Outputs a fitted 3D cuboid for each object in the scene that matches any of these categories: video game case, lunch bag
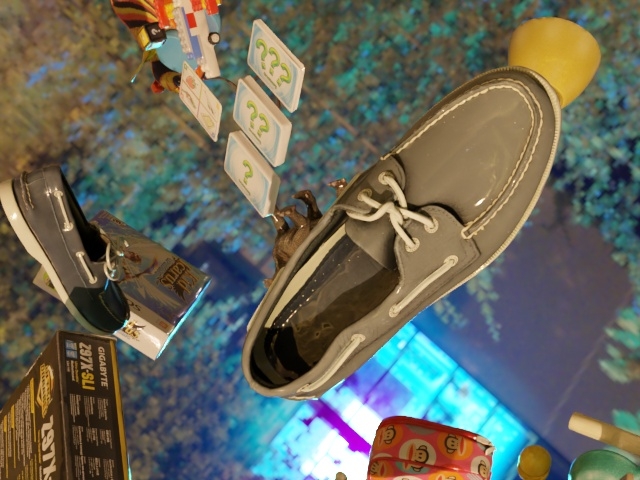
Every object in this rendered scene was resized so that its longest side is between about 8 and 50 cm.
[{"bbox_3d":[-0.339,0.069,1.997,0.061,0.244,0.269,-56,-177,23],"label":"video game case"},{"bbox_3d":[0.211,0.455,2.099,0.293,0.258,0.120,97,7,-49],"label":"lunch bag"}]

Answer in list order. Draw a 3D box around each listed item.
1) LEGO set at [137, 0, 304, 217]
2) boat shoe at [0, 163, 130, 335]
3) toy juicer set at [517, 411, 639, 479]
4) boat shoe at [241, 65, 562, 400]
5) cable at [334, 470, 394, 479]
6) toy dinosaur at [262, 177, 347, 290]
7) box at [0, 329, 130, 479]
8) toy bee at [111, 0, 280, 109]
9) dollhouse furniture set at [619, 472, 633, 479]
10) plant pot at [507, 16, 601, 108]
[{"bbox_3d":[-0.112,-0.159,1.058,0.060,0.244,0.182,-20,145,-29],"label":"LEGO set"},{"bbox_3d":[-0.270,0.013,1.289,0.079,0.254,0.095,-22,-141,4],"label":"boat shoe"},{"bbox_3d":[0.428,0.374,1.808,0.089,0.209,0.329,-31,152,-50],"label":"toy juicer set"},{"bbox_3d":[0.056,0.002,0.842,0.319,0.116,0.099,-47,170,15],"label":"boat shoe"},{"bbox_3d":[-0.002,0.314,0.865,0.139,0.072,0.287,-13,-139,14],"label":"cable"},{"bbox_3d":[0.000,0.000,1.803,0.313,0.160,0.121,-30,-164,-38],"label":"toy dinosaur"},{"bbox_3d":[-0.286,0.298,1.196,0.257,0.079,0.322,-47,-138,35],"label":"box"},{"bbox_3d":[-0.223,-0.278,1.690,0.162,0.298,0.195,-17,-164,41],"label":"toy bee"},{"bbox_3d":[0.512,0.386,1.534,0.129,0.183,0.129,101,-1,-64],"label":"dollhouse furniture set"},{"bbox_3d":[0.325,-0.238,1.625,0.134,0.134,0.095,-45,-161,57],"label":"plant pot"}]
